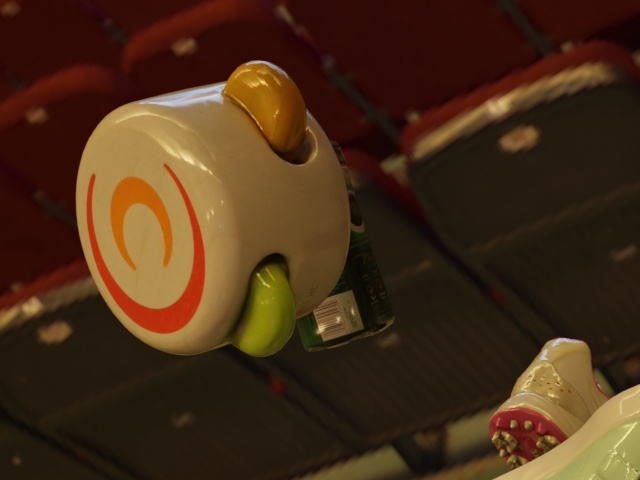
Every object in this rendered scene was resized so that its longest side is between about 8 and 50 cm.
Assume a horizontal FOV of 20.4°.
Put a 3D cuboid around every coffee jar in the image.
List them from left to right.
[{"bbox_3d":[0.000,0.000,1.566,0.079,0.184,0.096,-17,0,18],"label":"coffee jar"}]

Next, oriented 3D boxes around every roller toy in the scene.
[{"bbox_3d":[-0.077,-0.023,1.334,0.146,0.209,0.191,-18,10,-40],"label":"roller toy"}]

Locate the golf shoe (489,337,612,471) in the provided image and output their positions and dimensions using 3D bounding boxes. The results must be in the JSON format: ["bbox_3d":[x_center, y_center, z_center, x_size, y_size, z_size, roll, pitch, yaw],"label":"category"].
[{"bbox_3d":[0.269,0.221,1.799,0.115,0.306,0.140,6,54,29],"label":"golf shoe"}]

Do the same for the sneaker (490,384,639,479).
[{"bbox_3d":[0.185,0.178,1.015,0.256,0.094,0.151,-40,50,39],"label":"sneaker"}]
